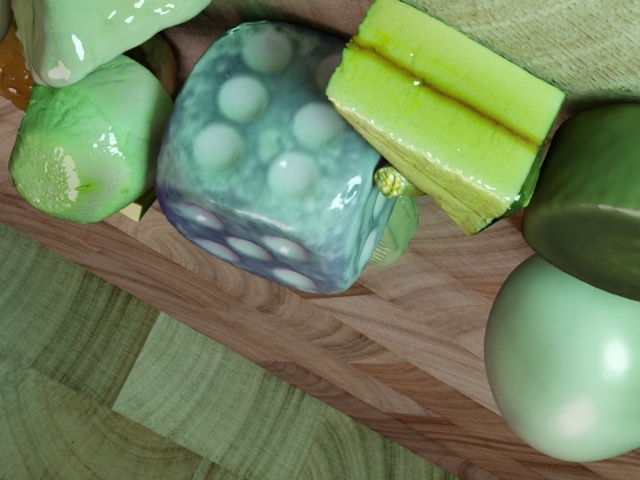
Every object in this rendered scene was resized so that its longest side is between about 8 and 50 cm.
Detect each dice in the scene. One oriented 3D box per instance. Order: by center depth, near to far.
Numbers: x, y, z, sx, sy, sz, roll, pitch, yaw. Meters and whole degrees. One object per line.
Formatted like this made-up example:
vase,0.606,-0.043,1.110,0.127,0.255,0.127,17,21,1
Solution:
dice,-0.040,-0.106,1.531,0.270,0.270,0.271,21,162,12

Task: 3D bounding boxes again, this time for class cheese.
cheese,-0.263,-0.337,1.393,0.173,0.251,0.248,20,131,63

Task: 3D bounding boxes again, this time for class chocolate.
chocolate,0.128,-0.093,1.471,0.085,0.086,0.219,17,-159,26

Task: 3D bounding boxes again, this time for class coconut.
coconut,-0.291,-0.140,1.529,0.204,0.236,0.236,-3,151,31

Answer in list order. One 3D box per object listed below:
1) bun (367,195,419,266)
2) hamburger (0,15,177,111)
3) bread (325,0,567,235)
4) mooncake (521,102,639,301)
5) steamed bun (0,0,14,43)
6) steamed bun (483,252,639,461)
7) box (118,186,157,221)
bun,0.058,-0.063,1.793,0.210,0.116,0.237,15,146,38
hamburger,-0.341,-0.262,1.659,0.330,0.162,0.209,34,155,-28
bread,0.131,-0.145,1.373,0.264,0.168,0.163,30,163,-5
mooncake,0.385,-0.038,1.337,0.284,0.156,0.284,21,161,8
steamed bun,-0.531,-0.382,1.439,0.374,0.241,0.374,32,168,7
steamed bun,0.359,0.157,1.674,0.206,0.324,0.324,3,172,-23
box,-0.294,-0.142,1.832,0.153,0.279,0.041,23,127,3
